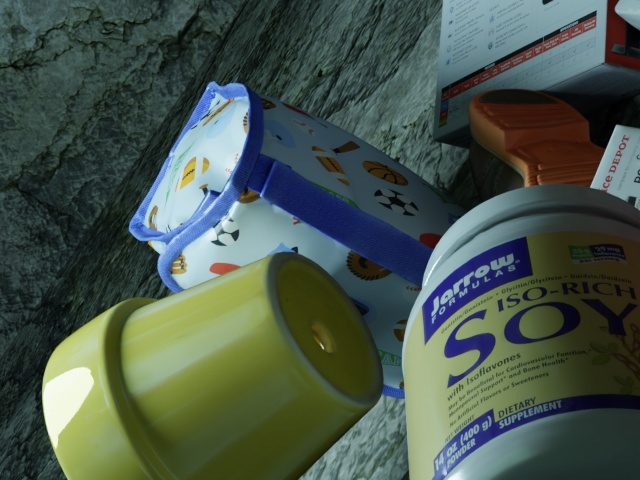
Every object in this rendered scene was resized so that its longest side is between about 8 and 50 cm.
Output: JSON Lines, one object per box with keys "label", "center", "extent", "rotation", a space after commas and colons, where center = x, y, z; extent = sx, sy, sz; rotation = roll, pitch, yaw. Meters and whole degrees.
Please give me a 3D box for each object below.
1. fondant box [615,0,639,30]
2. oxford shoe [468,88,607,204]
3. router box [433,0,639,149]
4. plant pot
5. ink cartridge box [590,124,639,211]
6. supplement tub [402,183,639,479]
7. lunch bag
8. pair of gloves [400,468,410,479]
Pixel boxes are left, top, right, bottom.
{"label": "fondant box", "center": [0.427, -0.316, 1.461], "extent": [0.330, 0.096, 0.238], "rotation": [-59, 17, 2]}
{"label": "oxford shoe", "center": [0.233, -0.018, 1.528], "extent": [0.364, 0.130, 0.133], "rotation": [-114, 24, -60]}
{"label": "router box", "center": [0.244, -0.276, 1.752], "extent": [0.335, 0.082, 0.301], "rotation": [-20, 61, 63]}
{"label": "plant pot", "center": [-0.083, 0.139, 1.509], "extent": [0.239, 0.254, 0.254], "rotation": [-33, 28, 23]}
{"label": "ink cartridge box", "center": [0.288, -0.030, 1.328], "extent": [0.135, 0.056, 0.099], "rotation": [13, 70, 32]}
{"label": "supplement tub", "center": [0.180, 0.130, 1.172], "extent": [0.241, 0.241, 0.331], "rotation": [-50, 21, 27]}
{"label": "lunch bag", "center": [0.000, 0.000, 1.704], "extent": [0.239, 0.327, 0.385], "rotation": [-63, 16, -4]}
{"label": "pair of gloves", "center": [0.148, 0.195, 1.480], "extent": [0.204, 0.042, 0.240], "rotation": [-61, 12, 9]}
